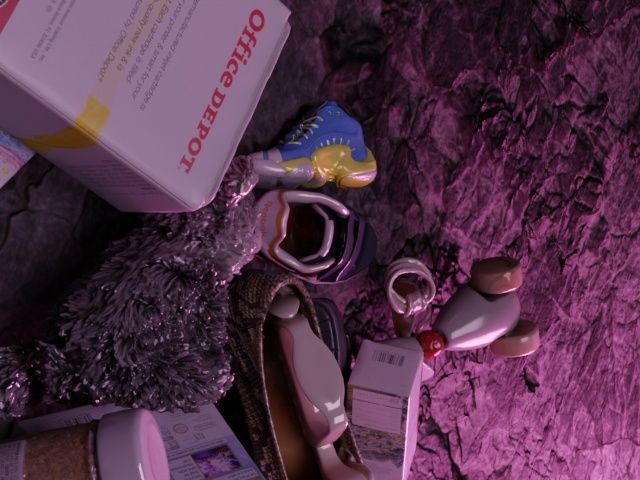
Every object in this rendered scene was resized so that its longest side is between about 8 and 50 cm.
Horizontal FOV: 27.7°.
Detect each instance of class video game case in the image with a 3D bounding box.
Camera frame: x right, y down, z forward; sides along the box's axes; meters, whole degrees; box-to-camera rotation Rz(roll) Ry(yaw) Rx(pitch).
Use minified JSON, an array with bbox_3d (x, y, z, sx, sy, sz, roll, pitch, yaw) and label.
[{"bbox_3d":[-0.204,0.299,1.572,0.270,0.244,0.061,-9,139,-42],"label":"video game case"}]

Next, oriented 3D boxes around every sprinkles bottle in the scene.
[{"bbox_3d":[-0.348,0.275,1.417,0.121,0.356,0.121,-12,90,-85],"label":"sprinkles bottle"}]

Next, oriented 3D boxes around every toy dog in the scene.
[{"bbox_3d":[0.189,0.128,2.078,0.334,0.161,0.220,2,97,-29],"label":"toy dog"}]

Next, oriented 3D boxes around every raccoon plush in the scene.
[{"bbox_3d":[-0.220,0.041,1.501,0.446,0.216,0.299,-14,115,-63],"label":"raccoon plush"}]

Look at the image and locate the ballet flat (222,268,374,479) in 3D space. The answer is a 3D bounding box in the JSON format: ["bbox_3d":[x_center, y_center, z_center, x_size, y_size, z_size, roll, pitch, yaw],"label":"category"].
[{"bbox_3d":[-0.014,0.269,1.773,0.164,0.182,0.482,-19,94,-33],"label":"ballet flat"}]

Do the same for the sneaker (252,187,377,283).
[{"bbox_3d":[0.000,0.000,1.857,0.321,0.127,0.126,11,88,-49],"label":"sneaker"}]

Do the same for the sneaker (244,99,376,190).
[{"bbox_3d":[-0.026,-0.138,1.867,0.240,0.091,0.126,0,76,-44],"label":"sneaker"}]

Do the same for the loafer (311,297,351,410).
[{"bbox_3d":[-0.005,0.223,1.919,0.095,0.109,0.302,-22,117,-61],"label":"loafer"}]

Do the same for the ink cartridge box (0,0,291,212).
[{"bbox_3d":[-0.250,-0.238,1.401,0.385,0.160,0.279,39,66,-36],"label":"ink cartridge box"}]

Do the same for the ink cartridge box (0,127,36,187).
[{"bbox_3d":[-0.411,-0.167,1.449,0.353,0.119,0.207,-52,126,-27],"label":"ink cartridge box"}]

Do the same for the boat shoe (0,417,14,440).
[{"bbox_3d":[-0.421,0.179,1.508,0.079,0.081,0.227,-50,144,-44],"label":"boat shoe"}]

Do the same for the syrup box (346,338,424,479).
[{"bbox_3d":[0.093,0.266,1.932,0.096,0.093,0.236,-67,164,-44],"label":"syrup box"}]
